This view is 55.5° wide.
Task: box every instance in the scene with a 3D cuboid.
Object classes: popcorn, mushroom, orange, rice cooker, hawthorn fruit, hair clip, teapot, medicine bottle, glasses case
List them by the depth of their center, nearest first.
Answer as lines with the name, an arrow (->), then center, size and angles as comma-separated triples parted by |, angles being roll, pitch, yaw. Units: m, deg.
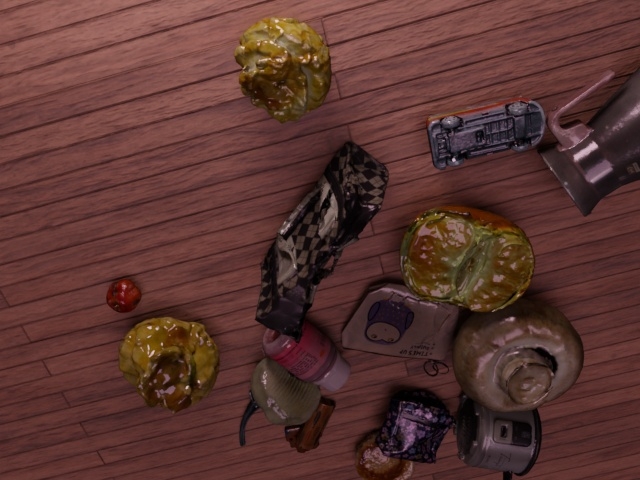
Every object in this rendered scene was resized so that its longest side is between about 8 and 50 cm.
popcorn -> -0.076, -0.370, 1.309 | 0.204, 0.183, 0.221 | -23, 131, 22
teapot -> 0.690, -0.244, 1.392 | 0.344, 0.253, 0.300 | -37, 112, 20
orange -> 0.358, 0.043, 1.544 | 0.335, 0.196, 0.262 | 7, 102, -12
hawthorn fruit -> -0.519, 0.148, 1.597 | 0.093, 0.093, 0.093 | -2, 118, -3
popcorn -> -0.402, 0.331, 1.625 | 0.224, 0.270, 0.258 | -47, 156, 22
mushroom -> 0.538, 0.318, 1.661 | 0.352, 0.260, 0.352 | -1, 110, -3
medicine bottle -> -0.034, 0.314, 1.687 | 0.247, 0.147, 0.147 | 40, 108, -22
rice cooker -> 0.535, 0.564, 1.803 | 0.227, 0.241, 0.280 | 10, 72, -5
hair clip -> -0.219, 0.546, 1.861 | 0.070, 0.039, 0.229 | 18, 120, -12
glasses case -> -0.015, 0.562, 1.862 | 0.065, 0.041, 0.170 | 20, 106, -14

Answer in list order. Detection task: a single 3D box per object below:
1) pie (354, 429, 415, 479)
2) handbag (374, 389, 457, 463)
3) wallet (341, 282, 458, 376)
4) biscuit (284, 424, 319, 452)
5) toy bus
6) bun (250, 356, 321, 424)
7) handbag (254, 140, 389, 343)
pie -> 0.203, 0.699, 1.937 | 0.179, 0.084, 0.205 | -25, 113, 9
handbag -> 0.283, 0.559, 1.840 | 0.229, 0.127, 0.207 | 18, 99, -19
wallet -> 0.237, 0.243, 1.710 | 0.335, 0.068, 0.275 | 11, 119, -8
biscuit -> -0.061, 0.622, 1.915 | 0.130, 0.019, 0.119 | 32, 111, -18
toy bus -> 0.379, -0.262, 1.424 | 0.265, 0.120, 0.121 | -13, 118, 4
bun -> -0.106, 0.431, 1.744 | 0.212, 0.204, 0.126 | 56, 133, 8
handbag -> 0.000, 0.000, 1.427 | 0.180, 0.316, 0.416 | 31, 111, -11
